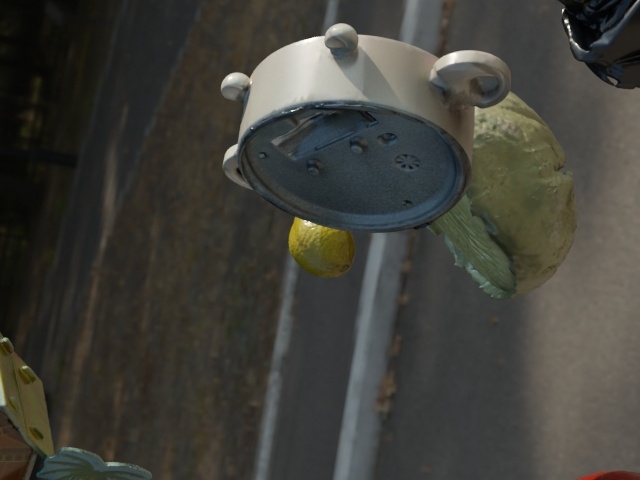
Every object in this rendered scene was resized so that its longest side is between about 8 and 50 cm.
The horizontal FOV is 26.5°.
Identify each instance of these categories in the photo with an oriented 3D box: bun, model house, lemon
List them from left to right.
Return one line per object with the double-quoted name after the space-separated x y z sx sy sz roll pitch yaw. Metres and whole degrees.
-0.421 0.239 1.892 0.323 0.340 0.300 115 149 -43 "model house"
0.000 0.000 1.375 0.092 0.065 0.065 53 141 27 "lemon"
0.193 -0.068 1.516 0.259 0.152 0.259 54 173 10 "bun"

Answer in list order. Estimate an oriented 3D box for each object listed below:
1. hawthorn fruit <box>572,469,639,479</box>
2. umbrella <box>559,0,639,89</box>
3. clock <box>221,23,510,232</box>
0.325 0.366 1.576 0.253 0.205 0.205 11 90 35 "hawthorn fruit"
0.259 -0.127 0.943 0.110 0.272 0.122 -13 50 65 "umbrella"
0.022 -0.064 0.879 0.229 0.156 0.063 -19 52 36 "clock"
